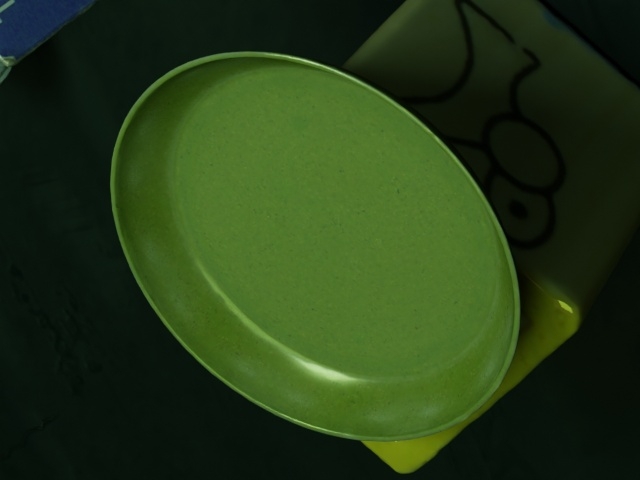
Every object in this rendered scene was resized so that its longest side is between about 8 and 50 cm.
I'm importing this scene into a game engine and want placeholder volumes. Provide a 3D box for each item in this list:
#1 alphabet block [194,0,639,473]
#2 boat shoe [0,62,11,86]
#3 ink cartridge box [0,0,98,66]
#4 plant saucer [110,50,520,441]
[{"bbox_3d":[0.068,-0.019,1.051,0.192,0.197,0.193,40,134,1],"label":"alphabet block"},{"bbox_3d":[-0.322,-0.215,1.237,0.302,0.109,0.094,54,149,0],"label":"boat shoe"},{"bbox_3d":[-0.119,-0.310,0.884,0.324,0.330,0.071,53,166,-12],"label":"ink cartridge box"},{"bbox_3d":[0.000,0.000,0.945,0.241,0.037,0.241,17,131,21],"label":"plant saucer"}]
